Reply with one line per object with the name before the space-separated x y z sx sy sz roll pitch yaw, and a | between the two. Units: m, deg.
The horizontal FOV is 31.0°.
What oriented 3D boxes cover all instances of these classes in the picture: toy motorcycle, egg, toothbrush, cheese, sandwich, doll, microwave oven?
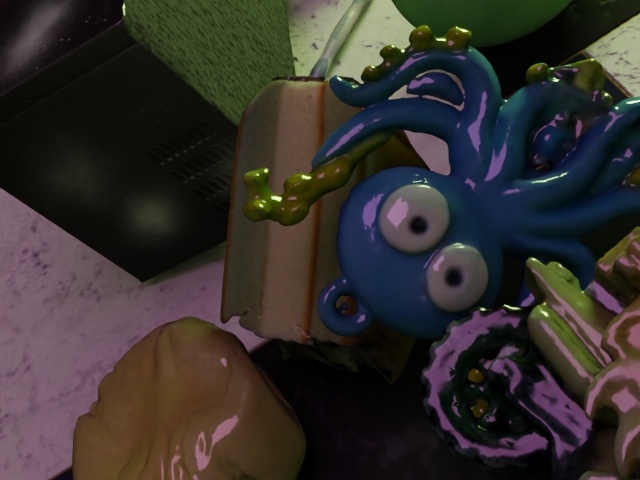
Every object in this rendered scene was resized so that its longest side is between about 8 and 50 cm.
toy motorcycle | 0.273 0.157 0.800 0.410 0.168 0.237 39 77 21
egg | 0.183 -0.326 1.206 0.220 0.220 0.269 29 71 40
toothbrush | 0.046 -0.281 1.378 0.021 0.027 0.269 18 66 22
cheese | -0.129 0.186 1.052 0.214 0.117 0.226 -45 42 -5
sandwich | -0.001 0.000 1.044 0.155 0.227 0.198 6 58 32
doll | 0.148 -0.016 0.933 0.341 0.346 0.099 -34 6 -3
microwave oven | -0.202 -0.230 1.239 0.236 0.374 0.432 -25 51 21
